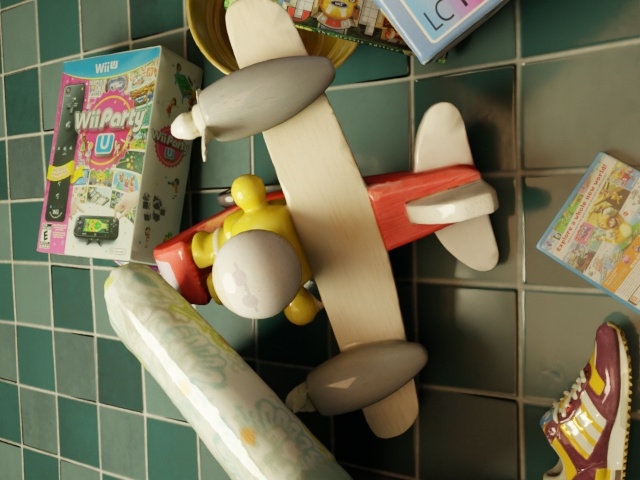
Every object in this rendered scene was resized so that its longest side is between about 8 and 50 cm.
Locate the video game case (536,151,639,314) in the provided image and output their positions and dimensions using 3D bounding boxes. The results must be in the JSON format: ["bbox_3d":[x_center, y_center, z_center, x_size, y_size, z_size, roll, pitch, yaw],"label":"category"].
[{"bbox_3d":[0.320,0.004,0.584,0.166,0.015,0.119,37,112,24],"label":"video game case"}]

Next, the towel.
[{"bbox_3d":[-0.096,0.222,0.692,0.320,0.374,0.090,39,68,24],"label":"towel"}]

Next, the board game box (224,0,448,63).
[{"bbox_3d":[0.032,-0.297,0.662,0.259,0.030,0.136,14,94,2],"label":"board game box"}]

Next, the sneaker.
[{"bbox_3d":[0.267,0.172,0.597,0.083,0.069,0.186,3,94,27],"label":"sneaker"}]

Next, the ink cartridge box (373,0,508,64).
[{"bbox_3d":[0.084,-0.400,0.529,0.270,0.151,0.395,-37,95,18],"label":"ink cartridge box"}]

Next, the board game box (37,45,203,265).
[{"bbox_3d":[-0.308,-0.121,0.895,0.224,0.097,0.304,3,83,32],"label":"board game box"}]

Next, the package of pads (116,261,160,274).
[{"bbox_3d":[-0.301,0.033,0.956,0.083,0.050,0.032,32,101,27],"label":"package of pads"}]

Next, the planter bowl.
[{"bbox_3d":[-0.050,-0.274,0.733,0.217,0.090,0.217,0,80,0],"label":"planter bowl"}]

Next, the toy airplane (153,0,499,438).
[{"bbox_3d":[0.000,0.000,0.631,0.386,0.272,0.384,33,120,10],"label":"toy airplane"}]
